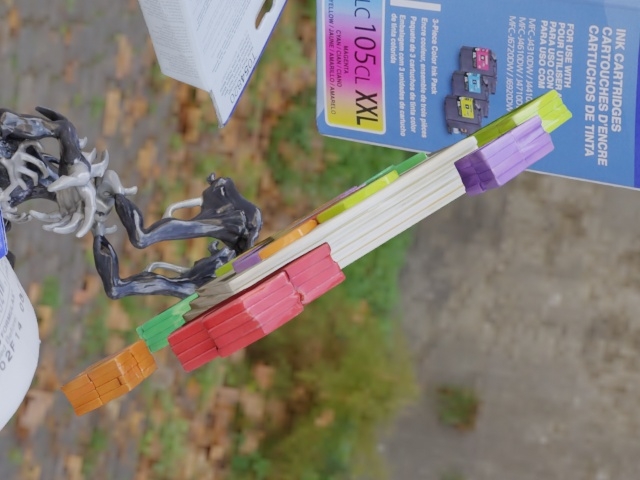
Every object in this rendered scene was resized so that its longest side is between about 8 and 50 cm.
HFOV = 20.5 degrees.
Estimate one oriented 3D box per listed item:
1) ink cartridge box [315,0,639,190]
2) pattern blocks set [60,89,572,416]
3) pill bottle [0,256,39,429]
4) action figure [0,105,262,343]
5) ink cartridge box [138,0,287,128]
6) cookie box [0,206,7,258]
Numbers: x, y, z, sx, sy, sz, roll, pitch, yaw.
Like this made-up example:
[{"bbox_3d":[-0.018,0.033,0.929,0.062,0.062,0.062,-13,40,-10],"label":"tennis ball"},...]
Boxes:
[{"bbox_3d":[0.231,-0.157,1.414,0.270,0.395,0.151,-32,128,-50],"label":"ink cartridge box"},{"bbox_3d":[0.000,0.000,0.870,0.026,0.285,0.325,59,-25,-2],"label":"pattern blocks set"},{"bbox_3d":[-0.212,-0.011,0.713,0.229,0.131,0.131,71,26,-46],"label":"pill bottle"},{"bbox_3d":[-0.185,-0.010,1.238,0.141,0.276,0.164,-87,-163,-47],"label":"action figure"},{"bbox_3d":[-0.067,-0.233,1.300,0.224,0.045,0.223,76,33,-57],"label":"ink cartridge box"},{"bbox_3d":[-0.174,-0.004,0.580,0.107,0.092,0.040,-37,145,-35],"label":"cookie box"}]
